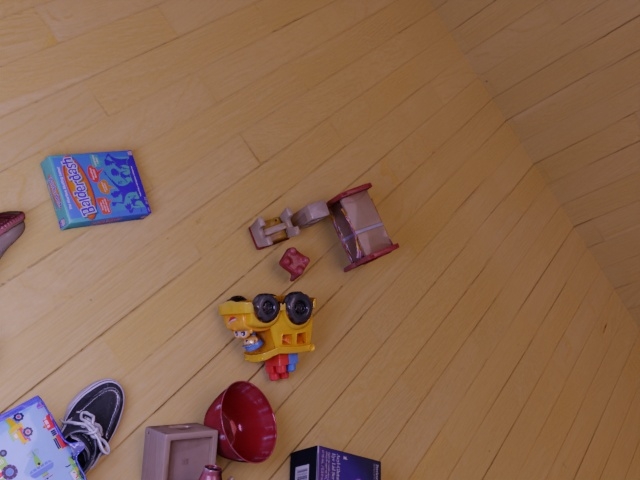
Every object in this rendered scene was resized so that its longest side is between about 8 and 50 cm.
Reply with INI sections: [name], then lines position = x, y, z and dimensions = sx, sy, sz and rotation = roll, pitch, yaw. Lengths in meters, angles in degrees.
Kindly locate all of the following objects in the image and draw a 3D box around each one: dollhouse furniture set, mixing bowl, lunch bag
[dollhouse furniture set]
position = 0.000, 0.000, 2.213
dimensions = 0.374, 0.152, 0.201
rotation = -20, 84, -29
[mixing bowl]
position = -0.191, 0.409, 1.821
dimensions = 0.181, 0.098, 0.181
rotation = 38, 39, -40
[lunch bag]
position = -0.535, 0.419, 1.407
dimensions = 0.293, 0.138, 0.221
rotation = -29, 88, -26

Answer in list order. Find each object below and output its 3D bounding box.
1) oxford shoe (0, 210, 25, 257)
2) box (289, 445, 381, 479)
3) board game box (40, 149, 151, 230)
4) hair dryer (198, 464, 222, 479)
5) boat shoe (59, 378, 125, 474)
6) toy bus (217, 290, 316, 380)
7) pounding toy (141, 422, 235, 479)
[oxford shoe]
position = -0.677, 0.064, 1.565
dimensions = 0.348, 0.123, 0.130
rotation = -51, 133, -46
[box]
position = 0.036, 0.583, 1.953
dimensions = 0.207, 0.108, 0.153
rotation = 22, 56, -34
[board game box]
position = -0.496, -0.115, 1.845
dimensions = 0.210, 0.047, 0.160
rotation = -12, 79, -45
[hair dryer]
position = -0.207, 0.568, 1.698
dimensions = 0.223, 0.080, 0.293
rotation = -56, 146, -44
[boat shoe]
position = -0.460, 0.383, 1.588
dimensions = 0.113, 0.105, 0.306
rotation = 50, 45, -13
[toy bus]
position = -0.123, 0.229, 1.974
dimensions = 0.220, 0.149, 0.211
rotation = 2, 85, -40
[pounding toy]
position = -0.276, 0.490, 1.726
dimensions = 0.181, 0.094, 0.206
rotation = 6, 89, -42
